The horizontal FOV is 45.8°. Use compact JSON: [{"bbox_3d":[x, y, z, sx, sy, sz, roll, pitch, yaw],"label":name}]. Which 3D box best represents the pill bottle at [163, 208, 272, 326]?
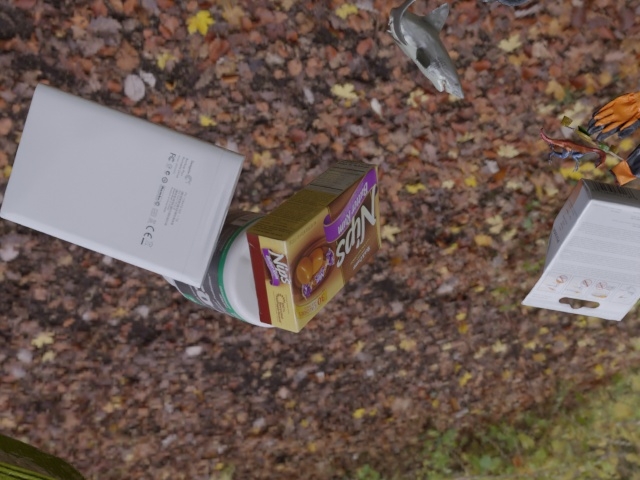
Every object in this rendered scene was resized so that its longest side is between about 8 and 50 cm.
[{"bbox_3d":[-0.176,0.040,1.495,0.204,0.204,0.361,25,171,-34],"label":"pill bottle"}]

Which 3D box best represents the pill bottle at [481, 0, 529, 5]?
[{"bbox_3d":[0.223,-0.400,1.036,0.122,0.219,0.123,-9,126,-12],"label":"pill bottle"}]

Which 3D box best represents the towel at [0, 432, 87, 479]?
[{"bbox_3d":[-0.224,0.092,0.407,0.237,0.021,0.102,37,165,-33],"label":"towel"}]

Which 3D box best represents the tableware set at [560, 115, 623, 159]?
[{"bbox_3d":[0.595,-0.228,1.664,0.154,0.104,0.024,26,104,-15],"label":"tableware set"}]

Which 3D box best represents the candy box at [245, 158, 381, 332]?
[{"bbox_3d":[0.000,0.000,0.804,0.053,0.186,0.109,13,124,31],"label":"candy box"}]

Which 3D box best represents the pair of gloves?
[{"bbox_3d":[0.301,-0.100,0.723,0.074,0.083,0.010,-28,174,11],"label":"pair of gloves"}]

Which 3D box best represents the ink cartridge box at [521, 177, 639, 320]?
[{"bbox_3d":[0.338,0.015,0.904,0.145,0.045,0.179,10,134,-12],"label":"ink cartridge box"}]

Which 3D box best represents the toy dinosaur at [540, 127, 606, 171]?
[{"bbox_3d":[0.383,-0.132,1.140,0.082,0.047,0.090,4,162,45],"label":"toy dinosaur"}]

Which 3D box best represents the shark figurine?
[{"bbox_3d":[0.177,-0.372,1.302,0.116,0.166,0.278,-42,150,9],"label":"shark figurine"}]

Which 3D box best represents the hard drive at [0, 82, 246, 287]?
[{"bbox_3d":[-0.327,-0.090,1.255,0.352,0.047,0.233,20,98,-1],"label":"hard drive"}]
